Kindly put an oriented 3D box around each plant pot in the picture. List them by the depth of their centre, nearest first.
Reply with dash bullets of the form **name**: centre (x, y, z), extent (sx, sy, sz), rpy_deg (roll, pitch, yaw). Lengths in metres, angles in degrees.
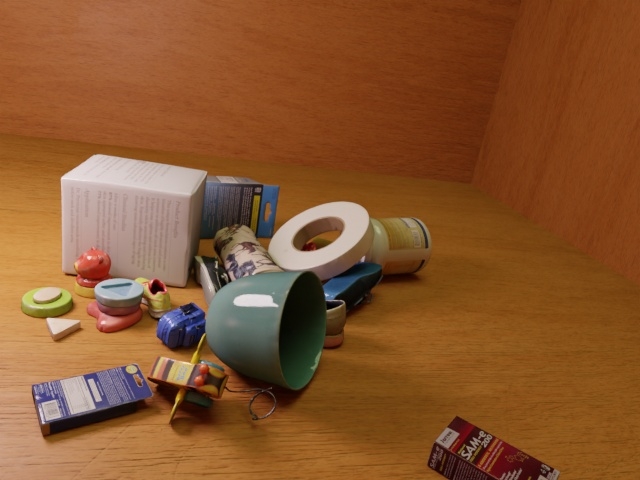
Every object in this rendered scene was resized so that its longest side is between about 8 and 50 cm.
- **plant pot**: centre (-0.145, 0.214, 1.338), extent (0.235, 0.292, 0.293), rpy_deg (3, 17, 23)
- **plant pot**: centre (-0.004, 0.048, 2.102), extent (0.081, 0.081, 0.083), rpy_deg (16, 34, 15)

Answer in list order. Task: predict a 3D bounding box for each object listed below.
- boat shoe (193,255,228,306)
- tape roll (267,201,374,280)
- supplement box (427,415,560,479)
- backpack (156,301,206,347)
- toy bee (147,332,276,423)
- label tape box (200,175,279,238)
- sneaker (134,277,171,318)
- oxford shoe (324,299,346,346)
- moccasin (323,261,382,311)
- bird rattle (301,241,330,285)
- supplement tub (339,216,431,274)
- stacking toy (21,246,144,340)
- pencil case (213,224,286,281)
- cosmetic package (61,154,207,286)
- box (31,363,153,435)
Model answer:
- **boat shoe**: centre (-0.343, 0.121, 1.700), extent (0.091, 0.114, 0.302), rpy_deg (-5, 26, -22)
- **tape roll**: centre (0.000, 0.000, 1.890), extent (0.392, 0.072, 0.392), rpy_deg (-18, 33, 12)
- **supplement box**: centre (0.369, 0.490, 1.129), extent (0.240, 0.073, 0.130), rpy_deg (22, 24, 31)
- **backpack**: centre (-0.373, 0.233, 1.417), extent (0.101, 0.097, 0.120), rpy_deg (29, 27, 32)
- **toy bee**: centre (-0.265, 0.298, 1.167), extent (0.299, 0.162, 0.195), rpy_deg (-9, 58, 7)
- **label tape box**: centre (-0.357, -0.136, 2.185), extent (0.334, 0.240, 0.106), rpy_deg (0, 21, -27)
- **sneaker**: centre (-0.502, 0.149, 1.580), extent (0.082, 0.094, 0.209), rpy_deg (-11, 28, -41)
- **oxford shoe**: centre (-0.118, 0.201, 1.547), extent (0.397, 0.146, 0.140), rpy_deg (8, 22, -5)
- **moccasin**: centre (0.098, 0.167, 1.794), extent (0.138, 0.116, 0.342), rpy_deg (10, 22, 36)
- **bird rattle**: centre (-0.020, 0.088, 1.931), extent (0.254, 0.143, 0.207), rpy_deg (16, 38, 23)
- **supplement tub**: centre (0.251, 0.023, 2.064), extent (0.316, 0.228, 0.228), rpy_deg (-2, 24, -29)
- **stacking toy**: centre (-0.669, 0.137, 1.485), extent (0.309, 0.130, 0.280), rpy_deg (26, 26, 36)
- **pencil case**: centre (-0.228, 0.089, 1.768), extent (0.184, 0.159, 0.410), rpy_deg (28, 9, -34)
- **cosmetic package**: centre (-0.615, -0.074, 1.777), extent (0.394, 0.329, 0.327), rpy_deg (8, 20, -7)
- **box**: centre (-0.499, 0.343, 1.158), extent (0.225, 0.036, 0.136), rpy_deg (-7, 27, -34)
